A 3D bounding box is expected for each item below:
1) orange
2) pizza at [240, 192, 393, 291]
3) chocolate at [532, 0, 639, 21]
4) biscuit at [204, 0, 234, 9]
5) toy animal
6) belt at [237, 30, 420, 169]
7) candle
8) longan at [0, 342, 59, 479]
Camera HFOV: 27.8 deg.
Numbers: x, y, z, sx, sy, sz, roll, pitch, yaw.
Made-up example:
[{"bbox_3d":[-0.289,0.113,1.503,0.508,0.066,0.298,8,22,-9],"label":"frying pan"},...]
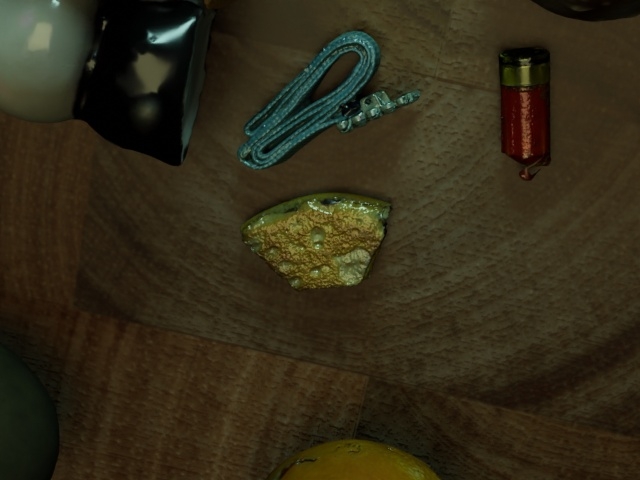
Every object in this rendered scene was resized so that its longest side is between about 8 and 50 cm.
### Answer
[{"bbox_3d":[0.032,0.325,1.338,0.246,0.246,0.246,2,108,6],"label":"orange"},{"bbox_3d":[0.000,0.000,1.340,0.160,0.036,0.099,-8,106,10],"label":"pizza"},{"bbox_3d":[0.264,-0.351,1.102,0.225,0.210,0.340,18,110,-1],"label":"chocolate"},{"bbox_3d":[-0.017,-0.299,1.189,0.250,0.162,0.035,-38,83,-12],"label":"biscuit"},{"bbox_3d":[-0.222,-0.182,1.226,0.235,0.187,0.165,18,99,-2],"label":"toy animal"},{"bbox_3d":[0.000,-0.125,1.289,0.179,0.065,0.100,-39,91,19],"label":"belt"},{"bbox_3d":[0.202,-0.122,1.268,0.052,0.052,0.131,-3,109,8],"label":"candle"},{"bbox_3d":[-0.391,0.204,1.343,0.248,0.248,0.248,2,108,6],"label":"longan"}]
